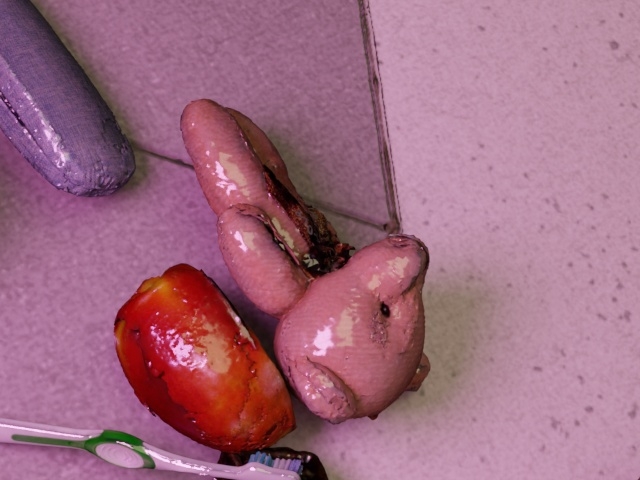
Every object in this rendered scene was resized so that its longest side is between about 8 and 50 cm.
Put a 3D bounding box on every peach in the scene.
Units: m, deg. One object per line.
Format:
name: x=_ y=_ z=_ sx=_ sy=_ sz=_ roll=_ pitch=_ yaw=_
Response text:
peach: x=-0.102 y=0.103 z=1.129 sx=0.092 sy=0.127 sz=0.172 roll=-30 pitch=75 yaw=-23

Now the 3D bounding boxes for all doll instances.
doll: x=0.000 y=0.000 z=1.162 sx=0.156 sy=0.201 sz=0.303 roll=-29 pitch=83 yaw=21

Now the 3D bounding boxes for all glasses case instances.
glasses case: x=-0.261 y=-0.153 z=1.207 sx=0.282 sy=0.067 sz=0.109 roll=51 pitch=23 yaw=9

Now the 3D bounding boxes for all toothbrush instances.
toothbrush: x=-0.164 y=0.163 z=1.099 sx=0.304 sy=0.030 sz=0.030 roll=7 pitch=65 yaw=5

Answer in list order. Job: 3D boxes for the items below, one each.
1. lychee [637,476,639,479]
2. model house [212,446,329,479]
lychee: x=0.317 y=0.290 z=1.108 sx=0.274 sy=0.255 sz=0.255 roll=15 pitch=64 yaw=-24
model house: x=-0.060 y=0.232 z=1.102 sx=0.165 sy=0.106 sz=0.152 roll=6 pitch=68 yaw=-18
